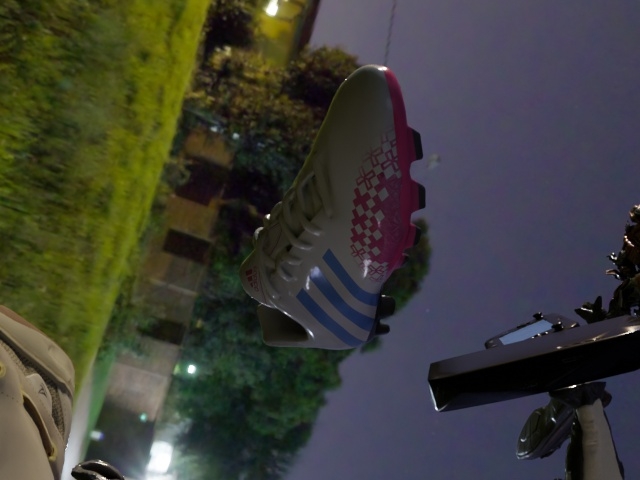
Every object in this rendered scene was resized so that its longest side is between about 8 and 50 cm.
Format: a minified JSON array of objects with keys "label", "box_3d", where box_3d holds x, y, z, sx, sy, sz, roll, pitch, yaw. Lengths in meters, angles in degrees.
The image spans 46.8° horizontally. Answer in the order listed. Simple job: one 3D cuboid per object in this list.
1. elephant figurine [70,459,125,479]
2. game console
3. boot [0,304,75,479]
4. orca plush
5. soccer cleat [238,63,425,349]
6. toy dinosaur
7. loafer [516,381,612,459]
[{"label":"elephant figurine","box_3d":[-0.280,0.376,0.981,0.169,0.186,0.239,-43,172,7]},{"label":"game console","box_3d":[0.227,0.121,0.824,0.361,0.213,0.044,13,62,-80]},{"label":"boot","box_3d":[-0.187,0.104,0.304,0.262,0.095,0.204,61,8,-54]},{"label":"orca plush","box_3d":[0.346,0.339,1.015,0.102,0.151,0.287,-13,-85,54]},{"label":"soccer cleat","box_3d":[0.000,0.000,0.635,0.331,0.143,0.116,93,-12,-51]},{"label":"toy dinosaur","box_3d":[0.550,0.086,1.241,0.218,0.164,0.322,105,13,-45]},{"label":"loafer","box_3d":[0.519,0.400,1.594,0.303,0.095,0.109,107,1,-46]}]
